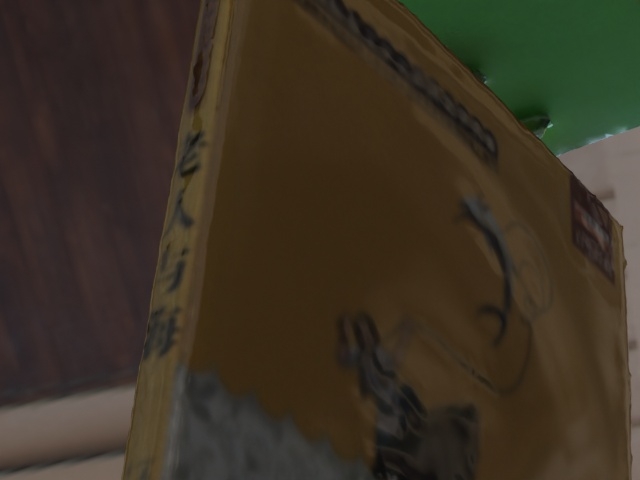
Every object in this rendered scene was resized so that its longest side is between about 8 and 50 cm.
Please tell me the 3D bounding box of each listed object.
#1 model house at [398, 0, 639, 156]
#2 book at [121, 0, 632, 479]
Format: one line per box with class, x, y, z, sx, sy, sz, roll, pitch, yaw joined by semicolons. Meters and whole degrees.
model house;0.068;-0.241;0.970;0.340;0.300;0.323;-20;-146;32
book;0.031;0.099;0.538;0.032;0.269;0.389;-17;-127;33
